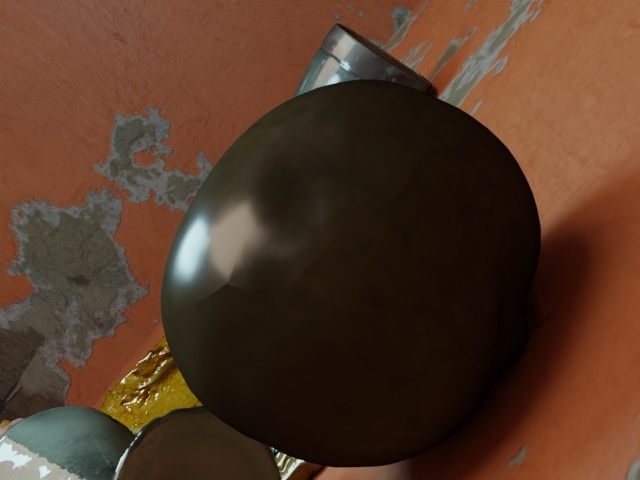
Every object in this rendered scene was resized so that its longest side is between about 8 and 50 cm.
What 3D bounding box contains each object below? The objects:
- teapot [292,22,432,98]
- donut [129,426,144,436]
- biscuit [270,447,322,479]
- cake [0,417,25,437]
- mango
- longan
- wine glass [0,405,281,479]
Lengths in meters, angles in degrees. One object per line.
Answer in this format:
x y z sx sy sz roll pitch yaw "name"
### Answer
0.060 -0.246 2.227 0.312 0.233 0.315 -55 -21 14 "teapot"
-0.319 0.359 1.650 0.101 0.152 0.259 -7 -3 -44 "donut"
-0.050 0.238 1.312 0.166 0.036 0.225 -51 18 8 "biscuit"
-0.593 0.548 2.077 0.293 0.307 0.314 -41 13 34 "cake"
-0.264 0.297 1.776 0.350 0.199 0.201 -56 26 21 "mango"
0.035 0.029 0.991 0.361 0.361 0.361 -51 10 12 "longan"
-0.228 0.309 1.263 0.406 0.267 0.267 -23 30 56 "wine glass"
